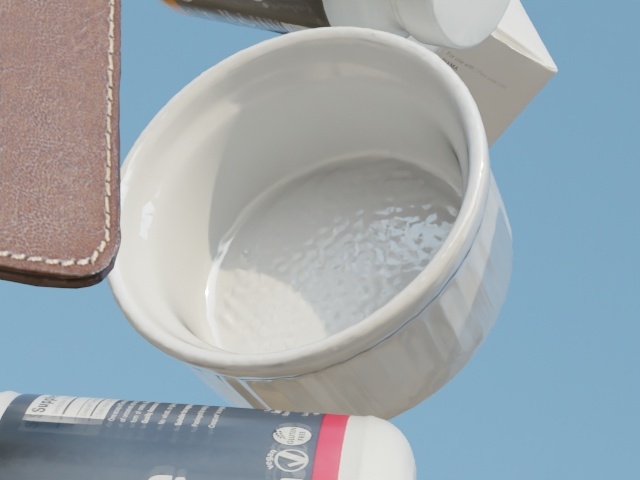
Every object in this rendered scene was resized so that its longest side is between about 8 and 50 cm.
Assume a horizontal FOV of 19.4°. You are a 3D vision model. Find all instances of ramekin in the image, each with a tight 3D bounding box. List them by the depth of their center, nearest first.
[{"bbox_3d":[0.000,0.000,1.301,0.277,0.277,0.135,-5,-35,22],"label":"ramekin"}]

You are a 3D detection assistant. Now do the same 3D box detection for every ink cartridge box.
[{"bbox_3d":[0.062,-0.129,1.699,0.117,0.207,0.283,27,-64,-30],"label":"ink cartridge box"}]

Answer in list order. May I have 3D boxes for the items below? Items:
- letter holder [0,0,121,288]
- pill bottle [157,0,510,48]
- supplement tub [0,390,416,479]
[{"bbox_3d":[-0.219,-0.076,0.531,0.302,0.214,0.152,21,-42,-35],"label":"letter holder"},{"bbox_3d":[0.003,-0.234,1.443,0.278,0.162,0.162,14,-36,33],"label":"pill bottle"},{"bbox_3d":[-0.094,0.172,0.900,0.272,0.191,0.191,3,-42,5],"label":"supplement tub"}]
